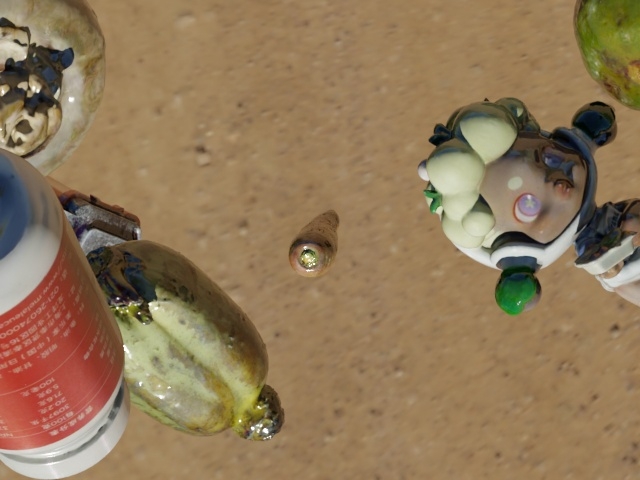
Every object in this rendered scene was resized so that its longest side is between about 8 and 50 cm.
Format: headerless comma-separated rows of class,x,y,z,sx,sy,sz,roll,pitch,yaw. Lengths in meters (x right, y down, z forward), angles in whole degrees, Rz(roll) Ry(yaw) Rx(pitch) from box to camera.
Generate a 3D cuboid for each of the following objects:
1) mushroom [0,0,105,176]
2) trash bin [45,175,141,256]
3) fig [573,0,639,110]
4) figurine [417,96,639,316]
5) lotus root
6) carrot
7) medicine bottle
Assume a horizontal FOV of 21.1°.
mushroom,-0.286,-0.136,1.493,0.178,0.226,0.226,33,119,40
trash bin,-0.366,-0.020,2.134,0.239,0.184,0.161,32,94,30
fig,0.386,-0.249,1.848,0.195,0.245,0.195,23,132,28
figurine,0.149,-0.014,1.021,0.197,0.093,0.147,24,71,8
lotus root,-0.164,0.126,1.943,0.173,0.173,0.309,-25,122,35
carrot,0.000,0.000,1.685,0.047,0.191,0.047,1,100,7
medicine bottle,-0.204,0.054,1.121,0.131,0.131,0.250,25,155,25
